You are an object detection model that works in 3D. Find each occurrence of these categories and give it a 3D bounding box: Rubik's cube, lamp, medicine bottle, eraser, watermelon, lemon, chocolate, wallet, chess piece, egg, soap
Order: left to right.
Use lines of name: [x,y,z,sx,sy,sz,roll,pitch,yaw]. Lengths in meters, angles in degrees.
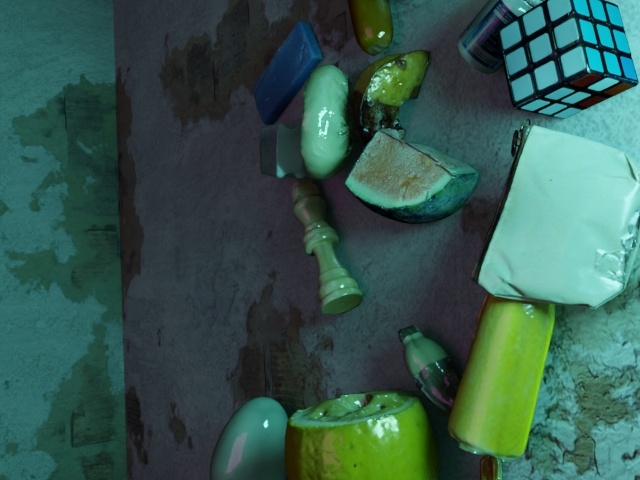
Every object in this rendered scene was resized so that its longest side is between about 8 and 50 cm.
egg: [-0.200,0.634,1.995,0.230,0.229,0.371,30,108,50]
soap: [-0.113,-0.256,1.940,0.261,0.094,0.150,-155,71,-72]
eraser: [-0.106,-0.494,2.036,0.312,0.042,0.144,-44,55,44]
chess piece: [0.000,0.000,1.839,0.117,0.117,0.397,-47,52,42]
lemon: [0.097,0.514,1.515,0.364,0.364,0.365,-1,89,53]
watermelon: [0.187,-0.145,1.526,0.318,0.148,0.226,-6,93,48]
lamp: [0.251,0.293,1.502,0.101,0.101,0.250,-55,52,37]
medicine bottle: [0.366,-0.432,1.347,0.191,0.106,0.107,-49,53,41]
chocolate: [0.373,0.190,1.316,0.162,0.162,0.446,18,95,52]
wallet: [0.427,-0.039,1.216,0.274,0.068,0.336,19,91,31]
Rubik's cube: [0.434,-0.325,1.210,0.163,0.162,0.161,-23,72,50]

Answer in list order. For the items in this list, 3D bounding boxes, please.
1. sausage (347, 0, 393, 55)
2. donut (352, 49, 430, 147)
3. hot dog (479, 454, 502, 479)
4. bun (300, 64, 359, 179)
sausage: [0.118,-0.593,1.690,0.105,0.105,0.275,-26,69,50]
donut: [0.137,-0.323,1.628,0.112,0.151,0.295,42,123,56]
hot dog: [0.356,0.507,1.412,0.056,0.041,0.133,-9,75,53]
bun: [0.030,-0.293,1.731,0.287,0.146,0.288,8,-90,-83]
